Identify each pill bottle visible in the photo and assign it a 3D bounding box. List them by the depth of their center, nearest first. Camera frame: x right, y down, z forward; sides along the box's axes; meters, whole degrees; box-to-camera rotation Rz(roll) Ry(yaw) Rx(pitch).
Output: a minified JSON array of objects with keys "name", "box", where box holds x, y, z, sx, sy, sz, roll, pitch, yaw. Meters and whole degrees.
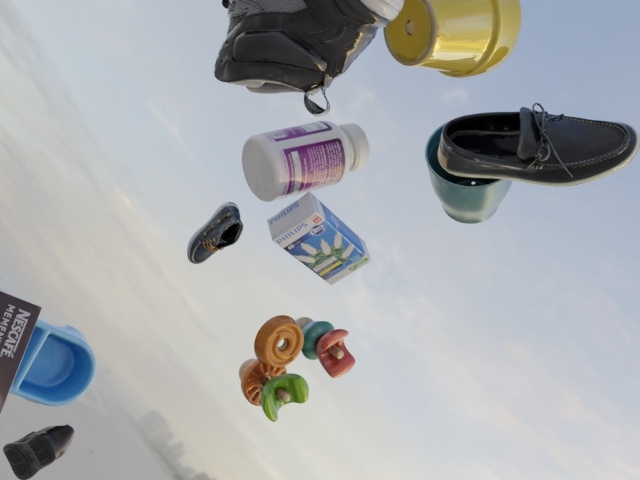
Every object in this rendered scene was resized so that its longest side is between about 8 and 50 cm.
[{"name":"pill bottle","box":[-0.031,-0.208,1.655,0.169,0.302,0.169,34,-48,47]}]

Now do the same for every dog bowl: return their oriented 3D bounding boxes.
[{"name":"dog bowl","box":[-0.565,0.221,1.265,0.074,0.166,0.297,9,-22,49]}]

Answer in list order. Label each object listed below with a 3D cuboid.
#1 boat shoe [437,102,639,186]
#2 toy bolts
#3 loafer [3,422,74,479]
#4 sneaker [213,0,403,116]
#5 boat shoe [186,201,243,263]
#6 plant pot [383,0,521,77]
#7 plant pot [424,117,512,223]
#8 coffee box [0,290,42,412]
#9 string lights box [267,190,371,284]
[{"name":"boat shoe","box":[0.544,-0.248,1.684,0.500,0.186,0.156,3,-23,20]},{"name":"toy bolts","box":[-0.066,0.210,1.328,0.158,0.228,0.218,24,-50,50]},{"name":"loafer","box":[-0.546,0.411,1.293,0.220,0.078,0.080,-25,-89,39]},{"name":"sneaker","box":[-0.072,-0.221,0.582,0.269,0.153,0.101,35,15,12]},{"name":"boat shoe","box":[-0.243,0.000,1.497,0.065,0.183,0.083,25,25,-33]},{"name":"plant pot","box":[0.282,-0.494,1.504,0.254,0.239,0.254,27,-54,46]},{"name":"plant pot","box":[0.461,-0.194,2.013,0.272,0.272,0.255,39,-18,30]},{"name":"coffee box","box":[-0.485,0.181,0.857,0.141,0.246,0.098,31,-43,-28]},{"name":"string lights box","box":[0.000,0.000,1.644,0.260,0.133,0.076,39,24,-44]}]
